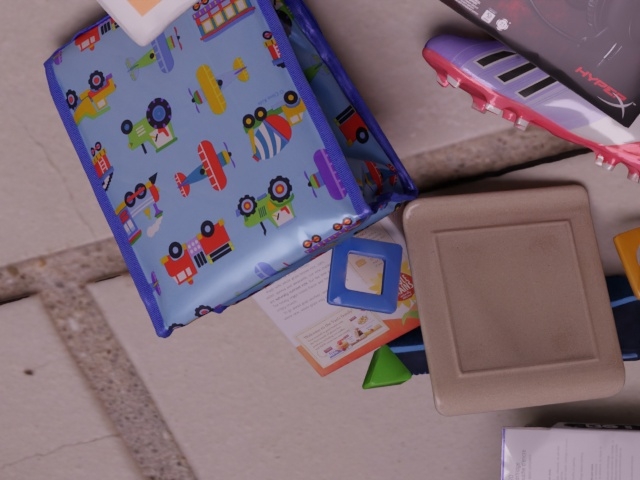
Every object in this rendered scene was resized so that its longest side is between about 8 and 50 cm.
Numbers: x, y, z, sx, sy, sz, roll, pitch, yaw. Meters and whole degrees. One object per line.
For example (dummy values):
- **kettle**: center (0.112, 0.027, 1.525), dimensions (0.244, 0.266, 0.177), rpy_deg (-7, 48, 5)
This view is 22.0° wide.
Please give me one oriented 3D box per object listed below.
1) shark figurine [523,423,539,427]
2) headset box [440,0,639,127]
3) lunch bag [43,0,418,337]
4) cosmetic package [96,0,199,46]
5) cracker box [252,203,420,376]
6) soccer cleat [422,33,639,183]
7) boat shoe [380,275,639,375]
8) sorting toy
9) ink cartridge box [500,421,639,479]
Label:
- **shark figurine**: center (0.313, 0.300, 1.683), dimensions (0.278, 0.116, 0.166), rpy_deg (16, 125, -5)
- **headset box**: center (0.237, -0.272, 1.271), dimensions (0.218, 0.110, 0.293), rpy_deg (32, 110, -15)
- **lunch bag**: center (-0.095, -0.104, 1.384), dimensions (0.221, 0.138, 0.293), rpy_deg (-30, 87, 22)
- **cosmetic package**: center (-0.187, -0.392, 1.180), dimensions (0.230, 0.161, 0.453), rpy_deg (-36, 109, 23)
- **cracker box**: center (0.000, 0.000, 1.522), dimensions (0.155, 0.067, 0.232), rpy_deg (-29, 119, 19)
- **soccer cleat**: center (0.208, -0.132, 1.423), dimensions (0.248, 0.083, 0.095), rpy_deg (25, 93, -8)
- **boat shoe**: center (0.187, 0.106, 1.556), dimensions (0.258, 0.109, 0.089), rpy_deg (-9, 111, 12)
- **sorting toy**: center (0.172, 0.054, 1.483), dimensions (0.347, 0.196, 0.047), rpy_deg (-5, 167, -14)
- **ink cartridge box**: center (0.277, 0.284, 1.617), dimensions (0.208, 0.045, 0.206), rpy_deg (2, 90, 2)
